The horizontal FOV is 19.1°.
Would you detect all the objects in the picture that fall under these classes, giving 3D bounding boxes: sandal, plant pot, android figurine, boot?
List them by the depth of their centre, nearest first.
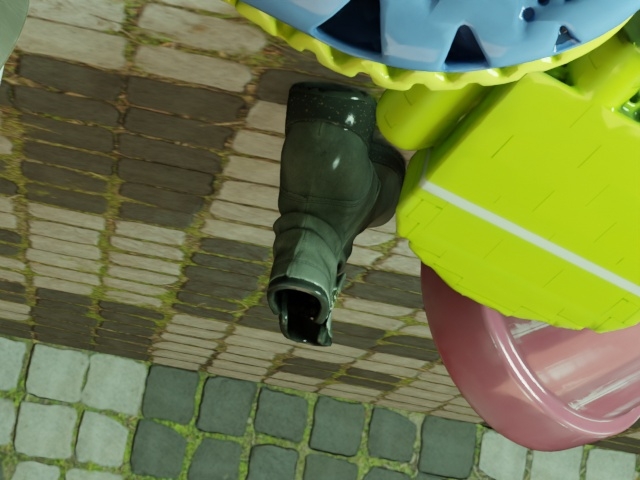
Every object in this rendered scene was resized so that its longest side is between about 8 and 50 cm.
[{"bbox_3d":[-0.010,-0.147,0.771,0.317,0.126,0.138,8,164,2],"label":"sandal"},{"bbox_3d":[0.150,-0.034,1.086,0.248,0.056,0.273,25,145,-11],"label":"android figurine"},{"bbox_3d":[0.197,0.025,1.267,0.201,0.201,0.180,20,149,-40],"label":"plant pot"},{"bbox_3d":[0.000,0.000,1.336,0.083,0.161,0.246,8,168,10],"label":"boot"}]

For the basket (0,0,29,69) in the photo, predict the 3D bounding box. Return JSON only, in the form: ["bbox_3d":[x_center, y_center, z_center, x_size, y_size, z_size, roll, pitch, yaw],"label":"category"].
[{"bbox_3d":[-0.234,-0.133,0.736,0.204,0.154,0.227,3,144,51],"label":"basket"}]

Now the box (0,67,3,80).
[{"bbox_3d":[-0.251,-0.130,0.977,0.186,0.145,0.038,12,170,-12],"label":"box"}]
